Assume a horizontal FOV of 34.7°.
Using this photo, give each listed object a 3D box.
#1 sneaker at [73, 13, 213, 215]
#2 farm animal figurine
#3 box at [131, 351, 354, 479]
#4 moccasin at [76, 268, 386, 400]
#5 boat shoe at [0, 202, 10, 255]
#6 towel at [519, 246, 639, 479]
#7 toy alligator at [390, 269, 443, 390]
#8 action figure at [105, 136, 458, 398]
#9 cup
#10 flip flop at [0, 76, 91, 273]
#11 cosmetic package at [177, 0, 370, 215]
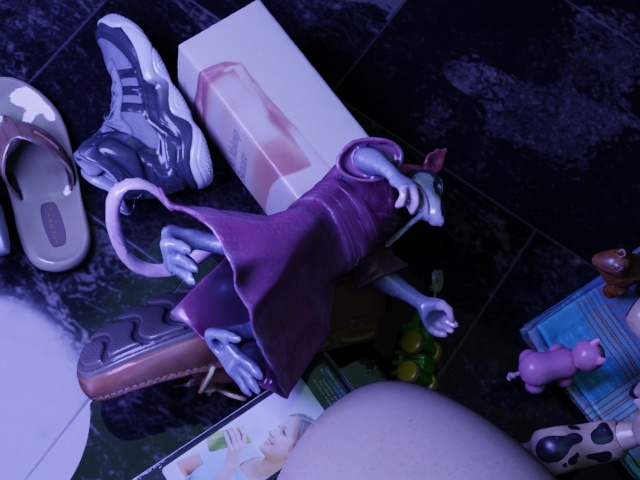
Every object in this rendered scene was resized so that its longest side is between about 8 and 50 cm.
[{"bbox_3d":[-0.258,-0.161,1.313,0.153,0.101,0.268,-27,78,-16],"label":"sneaker"},{"bbox_3d":[0.402,0.158,1.187,0.327,0.172,0.330,24,72,2],"label":"farm animal figurine"},{"bbox_3d":[-0.091,0.255,1.151,0.290,0.169,0.087,-32,74,-14],"label":"box"},{"bbox_3d":[-0.094,0.119,1.199,0.380,0.139,0.147,-17,112,-31],"label":"moccasin"},{"bbox_3d":[-0.475,-0.097,1.270,0.102,0.108,0.301,-24,72,-13],"label":"boat shoe"},{"bbox_3d":[0.468,0.187,1.294,0.271,0.040,0.370,-33,77,-14],"label":"towel"},{"bbox_3d":[0.118,0.127,1.278,0.051,0.056,0.189,-5,65,36],"label":"toy alligator"},{"bbox_3d":[0.000,0.000,1.118,0.276,0.248,0.370,26,47,32],"label":"action figure"},{"bbox_3d":[0.137,0.324,1.026,0.331,0.237,0.331,-4,96,-40],"label":"cup"},{"bbox_3d":[-0.364,-0.091,1.291,0.112,0.080,0.277,-18,73,-11],"label":"flip flop"},{"bbox_3d":[-0.047,-0.133,1.299,0.129,0.153,0.296,-33,75,-16],"label":"cosmetic package"}]
